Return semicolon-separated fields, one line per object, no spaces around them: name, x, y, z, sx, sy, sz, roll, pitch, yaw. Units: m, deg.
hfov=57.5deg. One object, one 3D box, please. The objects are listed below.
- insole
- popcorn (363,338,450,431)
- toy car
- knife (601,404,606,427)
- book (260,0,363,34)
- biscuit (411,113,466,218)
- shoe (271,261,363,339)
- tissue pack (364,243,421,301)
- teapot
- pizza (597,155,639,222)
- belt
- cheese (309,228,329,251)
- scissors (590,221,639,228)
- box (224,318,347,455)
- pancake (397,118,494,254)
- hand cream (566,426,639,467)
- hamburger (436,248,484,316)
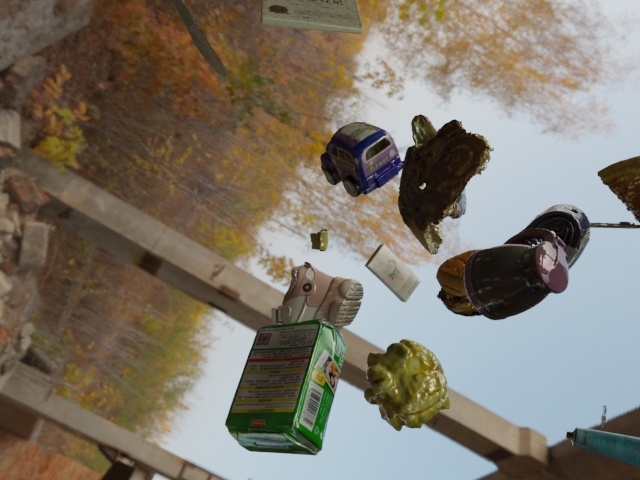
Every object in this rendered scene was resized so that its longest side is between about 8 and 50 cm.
insole;-0.182;-0.305;0.880;0.002;0.053;0.152;-50;145;-15
popcorn;0.247;0.409;1.647;0.195;0.255;0.255;79;24;-73
toy car;0.101;-0.238;1.600;0.172;0.157;0.235;-36;-141;-21
knife;0.639;0.392;1.314;0.096;0.010;0.027;-13;102;-60
book;-0.025;-0.555;1.327;0.310;0.217;0.021;-94;-170;-45
biscuit;0.348;-0.222;1.715;0.078;0.334;0.329;-25;176;24
shoe;-0.038;0.232;1.578;0.350;0.198;0.172;-60;154;-2
tissue pack;0.135;0.061;1.083;0.056;0.108;0.023;-53;-163;-18
teapot;0.315;0.051;0.904;0.148;0.116;0.146;-21;177;-41
pizza;0.936;-0.156;1.565;0.258;0.268;0.087;-42;175;29
belt;0.514;0.026;1.340;0.126;0.140;0.230;-19;144;-52
cheese;0.001;0.000;1.579;0.084;0.042;0.060;178;-88;-66
scissors;0.772;-0.046;1.685;0.109;0.022;0.300;-23;-165;-32
box;-0.061;0.276;1.121;0.180;0.103;0.250;-9;-137;29
pancake;0.227;-0.122;1.169;0.257;0.056;0.212;-57;-143;5
hand cream;0.749;0.524;1.493;0.048;0.225;0.083;73;34;-47
hamburger;0.531;0.142;2.065;0.244;0.245;0.162;-72;153;-54
